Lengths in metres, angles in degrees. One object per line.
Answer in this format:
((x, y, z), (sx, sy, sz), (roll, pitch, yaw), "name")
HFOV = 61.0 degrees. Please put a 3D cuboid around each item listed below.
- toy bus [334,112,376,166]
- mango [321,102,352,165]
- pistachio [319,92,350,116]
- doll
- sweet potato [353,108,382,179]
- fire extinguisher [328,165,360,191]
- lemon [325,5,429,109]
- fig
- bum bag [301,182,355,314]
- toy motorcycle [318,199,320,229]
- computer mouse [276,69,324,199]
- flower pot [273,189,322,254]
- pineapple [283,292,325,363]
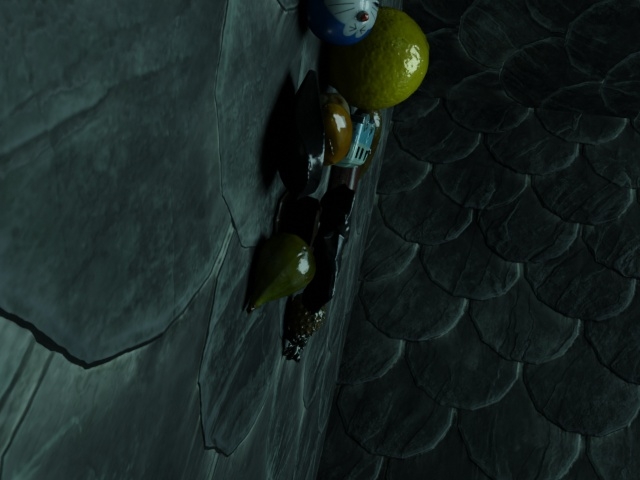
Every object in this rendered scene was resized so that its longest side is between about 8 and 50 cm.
((0.081, -0.307, 1.660), (0.271, 0.133, 0.164), (-24, 127, -75), "toy bus")
((0.030, -0.235, 1.221), (0.105, 0.084, 0.159), (-26, 158, -24), "mango")
((0.021, -0.277, 1.349), (0.130, 0.131, 0.206), (-34, 154, -13), "pistachio")
((0.051, -0.559, 1.183), (0.215, 0.161, 0.256), (-9, 98, -51), "doll")
((0.159, -0.362, 2.114), (0.422, 0.131, 0.130), (98, 7, -49), "sweet potato")
((0.071, -0.160, 1.858), (0.105, 0.105, 0.268), (52, 48, -77), "fire extinguisher")
((0.151, -0.490, 1.472), (0.293, 0.293, 0.293), (9, 90, -80), "lemon")
((-0.076, 0.078, 1.134), (0.133, 0.127, 0.184), (111, -11, -64), "fig")
((0.020, 0.014, 1.218), (0.137, 0.074, 0.309), (169, -66, -66), "bum bag")
((0.000, 0.000, 1.597), (0.150, 0.102, 0.221), (34, 61, -56), "toy motorcycle")
((-0.048, -0.219, 1.132), (0.168, 0.087, 0.295), (106, -17, -54), "computer mouse")
((-0.051, 0.000, 1.318), (0.179, 0.084, 0.250), (-64, 160, -60), "flower pot")
((-0.055, 0.247, 1.517), (0.108, 0.108, 0.197), (-42, 152, -75), "pineapple")
